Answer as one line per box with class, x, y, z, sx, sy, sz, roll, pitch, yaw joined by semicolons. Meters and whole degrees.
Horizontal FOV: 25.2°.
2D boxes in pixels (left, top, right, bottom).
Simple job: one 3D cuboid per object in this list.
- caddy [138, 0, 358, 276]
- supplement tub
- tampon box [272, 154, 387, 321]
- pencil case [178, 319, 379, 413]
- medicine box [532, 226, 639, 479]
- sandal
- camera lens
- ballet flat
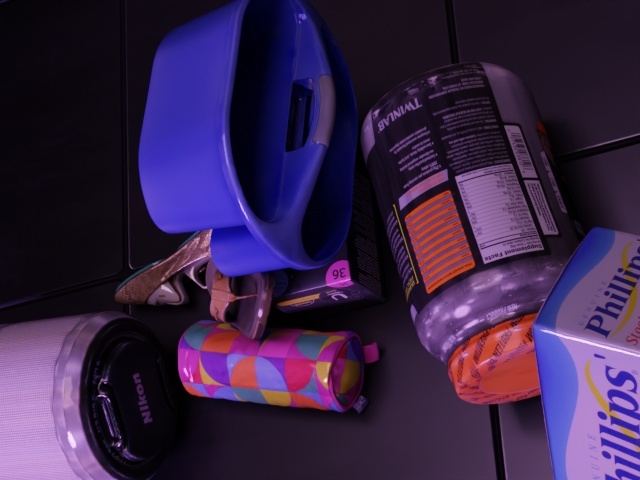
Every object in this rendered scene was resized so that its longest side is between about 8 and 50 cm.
caddy;-0.058;-0.122;1.594;0.179;0.241;0.341;-15;55;32
supplement tub;0.179;-0.007;1.562;0.207;0.207;0.338;-25;62;20
tampon box;0.000;0.000;1.724;0.120;0.101;0.161;-16;65;24
pencil case;-0.055;0.149;1.709;0.236;0.104;0.104;3;74;28
medicine box;0.367;0.154;1.335;0.289;0.263;0.149;13;48;30
sandal;-0.107;0.058;1.693;0.219;0.060;0.090;-145;63;-64
camera lens;-0.332;0.206;1.769;0.274;0.219;0.219;-8;69;27
ballet flat;-0.175;0.042;1.833;0.206;0.073;0.067;-35;73;19
